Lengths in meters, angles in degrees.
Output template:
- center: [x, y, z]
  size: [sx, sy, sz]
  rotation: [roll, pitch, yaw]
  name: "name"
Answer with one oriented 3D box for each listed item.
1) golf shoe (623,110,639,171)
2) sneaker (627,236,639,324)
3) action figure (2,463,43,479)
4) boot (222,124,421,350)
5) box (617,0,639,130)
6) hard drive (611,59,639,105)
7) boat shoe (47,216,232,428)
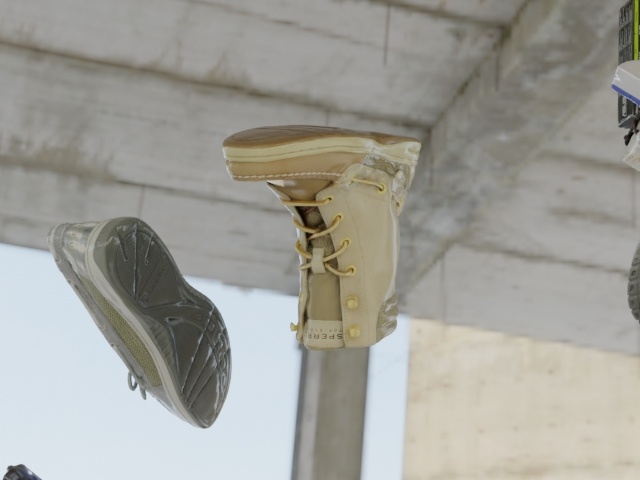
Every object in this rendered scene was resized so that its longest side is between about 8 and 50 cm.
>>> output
- center: [0.311, -0.104, 1.253]
  size: [0.094, 0.077, 0.198]
  rotation: [-21, -63, 0]
  name: "golf shoe"
- center: [0.508, 0.088, 1.990]
  size: [0.111, 0.129, 0.297]
  rotation: [-10, -53, 25]
  name: "sneaker"
- center: [-0.303, 0.371, 1.526]
  size: [0.330, 0.178, 0.341]
  rotation: [12, -29, 46]
  name: "action figure"
- center: [0.000, 0.000, 1.267]
  size: [0.095, 0.203, 0.262]
  rotation: [9, 6, 30]
  name: "boot"
- center: [0.499, -0.225, 1.952]
  size: [0.184, 0.191, 0.045]
  rotation: [11, -22, -16]
  name: "box"
- center: [0.511, -0.124, 1.582]
  size: [0.210, 0.318, 0.040]
  rotation: [-11, -53, -36]
  name: "hard drive"
- center: [-0.196, 0.094, 1.604]
  size: [0.103, 0.118, 0.320]
  rotation: [4, -38, 32]
  name: "boat shoe"
